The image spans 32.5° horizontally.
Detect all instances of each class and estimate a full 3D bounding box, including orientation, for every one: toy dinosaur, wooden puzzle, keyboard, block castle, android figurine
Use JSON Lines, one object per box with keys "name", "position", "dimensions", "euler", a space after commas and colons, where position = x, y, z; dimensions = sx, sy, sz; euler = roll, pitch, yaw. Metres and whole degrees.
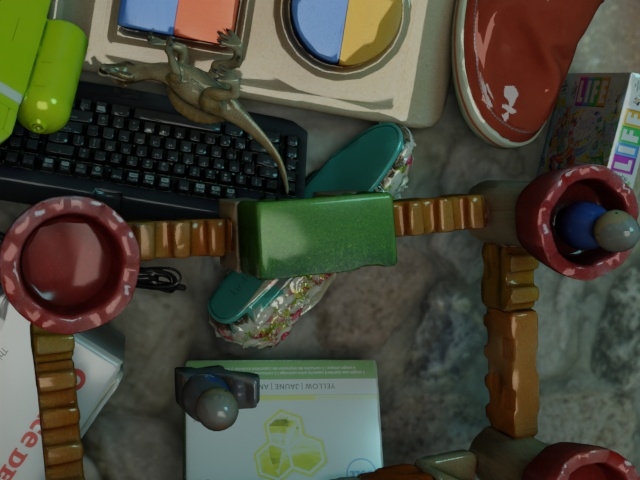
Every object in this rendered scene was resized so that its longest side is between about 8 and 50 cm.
{"name": "toy dinosaur", "position": [-0.086, -0.119, 0.882], "dimensions": [0.183, 0.093, 0.053], "euler": [29, 53, -1]}
{"name": "wooden puzzle", "position": [-0.031, -0.274, 0.895], "dimensions": [0.347, 0.080, 0.322], "euler": [9, 97, -9]}
{"name": "keyboard", "position": [-0.169, -0.044, 0.882], "dimensions": [0.317, 0.033, 0.202], "euler": [8, 61, -9]}
{"name": "block castle", "position": [0.010, 0.106, 0.781], "dimensions": [0.453, 0.213, 0.303], "euler": [-4, 96, -20]}
{"name": "android figurine", "position": [-0.282, -0.160, 0.774], "dimensions": [0.248, 0.273, 0.056], "euler": [33, 133, -31]}

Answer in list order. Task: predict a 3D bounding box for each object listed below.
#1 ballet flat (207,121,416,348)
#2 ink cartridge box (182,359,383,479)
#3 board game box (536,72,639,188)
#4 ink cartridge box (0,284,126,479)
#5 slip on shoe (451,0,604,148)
{"name": "ballet flat", "position": [0.000, 0.000, 0.951], "dimensions": [0.241, 0.091, 0.077], "euler": [-45, 134, 5]}
{"name": "ink cartridge box", "position": [-0.031, 0.220, 0.930], "dimensions": [0.171, 0.056, 0.235], "euler": [1, 66, -9]}
{"name": "board game box", "position": [0.229, -0.088, 0.922], "dimensions": [0.026, 0.154, 0.104], "euler": [12, 96, -9]}
{"name": "ink cartridge box", "position": [-0.322, 0.099, 0.893], "dimensions": [0.272, 0.114, 0.197], "euler": [34, 92, -10]}
{"name": "slip on shoe", "position": [0.200, -0.236, 0.914], "dimensions": [0.123, 0.101, 0.331], "euler": [17, 96, -27]}
